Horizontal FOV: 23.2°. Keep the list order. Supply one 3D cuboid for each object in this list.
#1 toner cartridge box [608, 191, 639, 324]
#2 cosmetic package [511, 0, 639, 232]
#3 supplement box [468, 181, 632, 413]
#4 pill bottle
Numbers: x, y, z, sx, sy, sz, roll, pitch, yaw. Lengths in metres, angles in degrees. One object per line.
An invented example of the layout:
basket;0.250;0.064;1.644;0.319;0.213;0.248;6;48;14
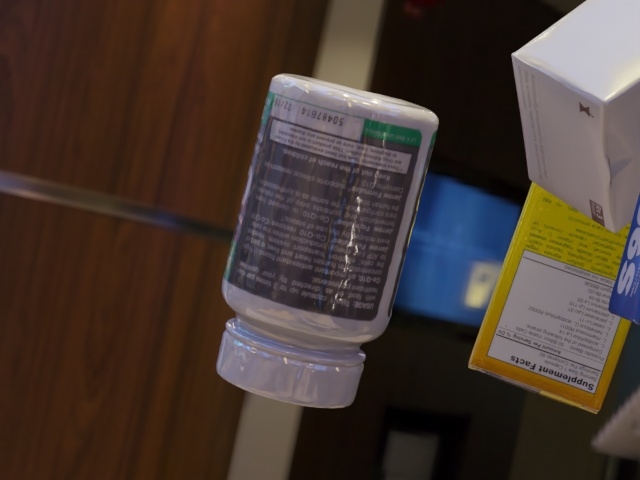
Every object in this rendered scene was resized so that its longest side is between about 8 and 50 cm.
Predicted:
toner cartridge box;0.314;-0.096;0.997;0.165;0.348;0.075;14;3;-6
cosmetic package;0.420;-0.212;1.840;0.156;0.385;0.217;40;-25;39
supplement box;0.361;0.049;2.234;0.194;0.356;0.195;20;-3;9
pill bottle;0.000;0.000;1.825;0.204;0.361;0.204;14;7;-2
